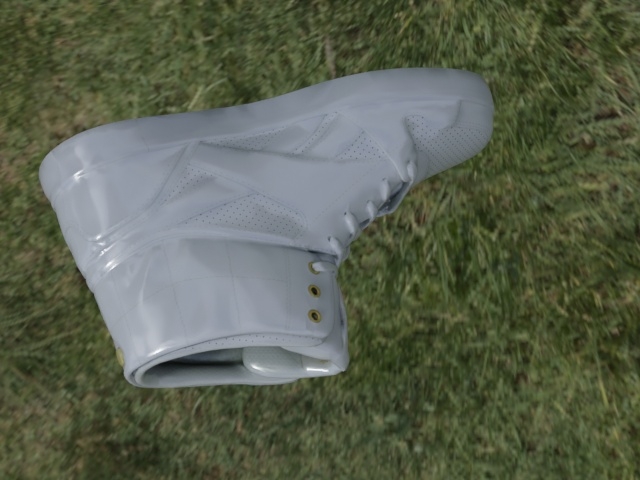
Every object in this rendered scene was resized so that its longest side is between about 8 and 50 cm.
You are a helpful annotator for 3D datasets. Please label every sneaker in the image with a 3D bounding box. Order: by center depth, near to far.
[{"bbox_3d":[0.000,0.000,0.709,0.292,0.108,0.169,-15,68,-23],"label":"sneaker"}]
